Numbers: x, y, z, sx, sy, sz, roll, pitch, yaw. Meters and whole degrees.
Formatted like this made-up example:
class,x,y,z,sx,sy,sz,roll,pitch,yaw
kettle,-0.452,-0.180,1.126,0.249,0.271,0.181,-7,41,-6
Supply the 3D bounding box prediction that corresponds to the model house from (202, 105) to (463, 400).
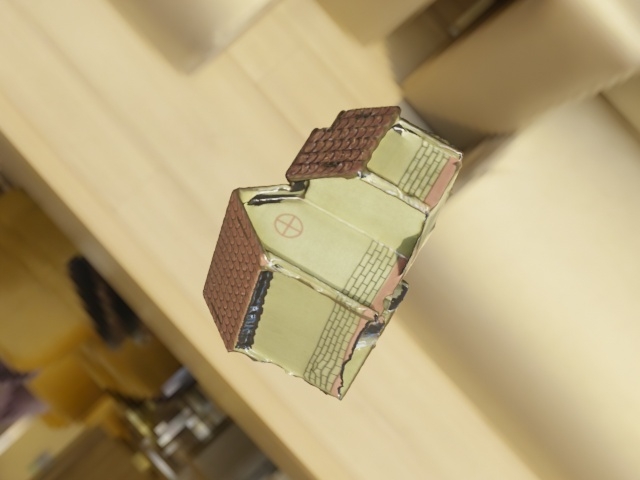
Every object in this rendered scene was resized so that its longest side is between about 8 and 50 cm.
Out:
class,x,y,z,sx,sy,sz,roll,pitch,yaw
model house,0.000,0.000,0.532,0.058,0.057,0.083,29,145,7
